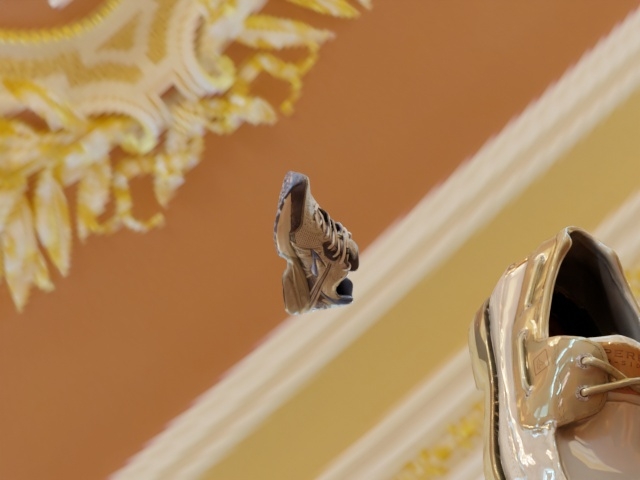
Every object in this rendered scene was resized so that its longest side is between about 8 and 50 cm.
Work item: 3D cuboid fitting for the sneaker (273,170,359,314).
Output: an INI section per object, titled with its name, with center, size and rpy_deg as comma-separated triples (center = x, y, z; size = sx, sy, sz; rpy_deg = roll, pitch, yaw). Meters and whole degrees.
[sneaker]
center = 0.000, 0.000, 1.364
size = 0.058, 0.052, 0.135
rpy_deg = 1, -41, 9

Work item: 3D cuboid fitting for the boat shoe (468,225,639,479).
[boat shoe]
center = 0.165, 0.103, 1.168
size = 0.113, 0.302, 0.103
rpy_deg = 15, -59, -22
